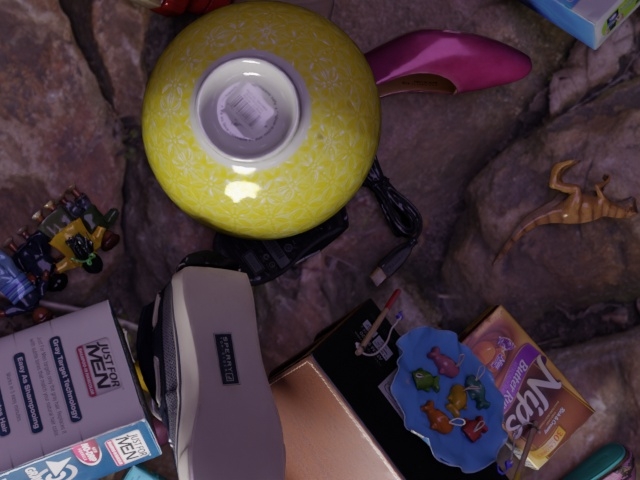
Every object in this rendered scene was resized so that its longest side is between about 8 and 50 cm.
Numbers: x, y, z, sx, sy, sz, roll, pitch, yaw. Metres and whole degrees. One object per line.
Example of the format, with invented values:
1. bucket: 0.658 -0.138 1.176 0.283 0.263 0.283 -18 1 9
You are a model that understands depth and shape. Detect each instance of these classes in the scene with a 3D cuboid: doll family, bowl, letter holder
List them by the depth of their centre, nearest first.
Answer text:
1. bowl: -0.075 -0.144 1.367 0.289 0.156 0.290 0 90 3
2. letter holder: 0.050 0.264 1.452 0.302 0.214 0.152 53 40 -1
3. doll family: -0.323 0.023 1.453 0.193 0.076 0.111 -41 96 -5

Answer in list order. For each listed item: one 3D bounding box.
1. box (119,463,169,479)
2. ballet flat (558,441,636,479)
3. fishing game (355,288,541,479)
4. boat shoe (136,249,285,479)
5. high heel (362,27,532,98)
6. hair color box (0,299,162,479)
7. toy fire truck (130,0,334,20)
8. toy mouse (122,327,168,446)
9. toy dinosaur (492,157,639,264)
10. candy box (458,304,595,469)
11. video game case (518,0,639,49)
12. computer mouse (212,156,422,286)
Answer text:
1. box: -0.136 0.351 1.433 0.244 0.100 0.060 32 81 -5
2. ballet flat: 0.310 0.339 1.520 0.221 0.077 0.079 -28 109 -10
3. fishing game: 0.158 0.181 1.416 0.264 0.041 0.189 47 40 -5
4. boat shoe: -0.135 0.196 1.384 0.127 0.158 0.341 8 64 -28
5. high heel: 0.075 -0.166 1.501 0.377 0.127 0.181 1 81 4
6. hair color box: -0.375 0.216 1.368 0.347 0.105 0.174 -20 57 -7
7. toy fire truck: -0.105 -0.364 1.494 0.246 0.158 0.217 22 87 -26
8. toy mouse: -0.233 0.214 1.465 0.161 0.031 0.143 44 81 -3
9. toy dinosaur: 0.319 -0.045 1.554 0.211 0.064 0.112 -12 88 -9
10. candy box: 0.247 0.186 1.529 0.109 0.053 0.187 -42 93 -10
11. video game case: 0.326 -0.405 1.528 0.244 0.061 0.269 -45 63 -11
12. computer mouse: 0.000 0.000 1.508 0.262 0.060 0.184 -40 87 -21
